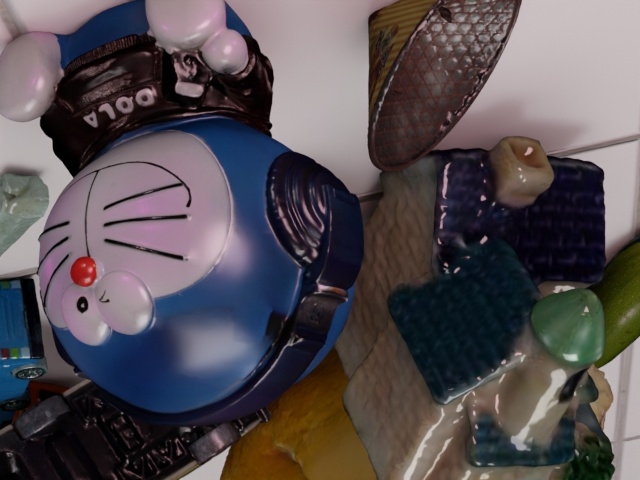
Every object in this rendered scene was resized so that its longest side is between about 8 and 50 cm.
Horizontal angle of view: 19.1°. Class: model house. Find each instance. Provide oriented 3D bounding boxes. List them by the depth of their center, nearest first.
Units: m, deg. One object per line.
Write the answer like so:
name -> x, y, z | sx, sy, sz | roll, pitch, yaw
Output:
model house -> 0.164, 0.061, 1.711 | 0.243, 0.298, 0.284 | 0, 132, -27

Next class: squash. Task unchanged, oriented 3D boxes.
squash -> 0.327, 0.069, 2.080 | 0.087, 0.087, 0.331 | -2, 153, -21

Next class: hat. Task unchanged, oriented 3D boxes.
hat -> 0.070, -0.153, 1.479 | 0.193, 0.082, 0.193 | -45, 157, -26

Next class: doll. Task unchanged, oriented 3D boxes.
doll -> -0.101, -0.015, 1.415 | 0.284, 0.310, 0.240 | -27, 154, 31

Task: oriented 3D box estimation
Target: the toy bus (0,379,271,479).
toy bus -> -0.227, 0.217, 1.958 | 0.305, 0.143, 0.179 | -32, 175, -28

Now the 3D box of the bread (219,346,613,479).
bread -> 0.067, 0.213, 2.007 | 0.394, 0.250, 0.361 | -29, -167, 37

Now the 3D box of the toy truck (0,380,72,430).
toy truck -> -0.338, 0.253, 2.150 | 0.114, 0.107, 0.253 | 16, 145, -22

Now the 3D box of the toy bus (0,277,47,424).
toy bus -> -0.334, 0.114, 1.869 | 0.106, 0.090, 0.185 | -3, 154, -22

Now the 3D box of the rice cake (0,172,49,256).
rice cake -> -0.313, 0.008, 1.698 | 0.045, 0.042, 0.245 | 3, 152, -36
